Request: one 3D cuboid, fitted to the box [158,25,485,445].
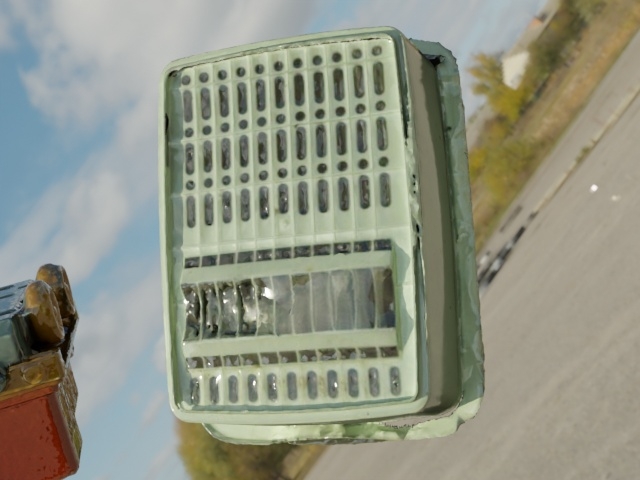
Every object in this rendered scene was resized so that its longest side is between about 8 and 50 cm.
[{"bbox_3d":[0.000,0.000,0.689,0.166,0.221,0.290,19,-113,-70],"label":"box"}]

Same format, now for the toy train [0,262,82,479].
[{"bbox_3d":[-0.377,0.166,1.186,0.163,0.231,0.369,-14,10,-9],"label":"toy train"}]
